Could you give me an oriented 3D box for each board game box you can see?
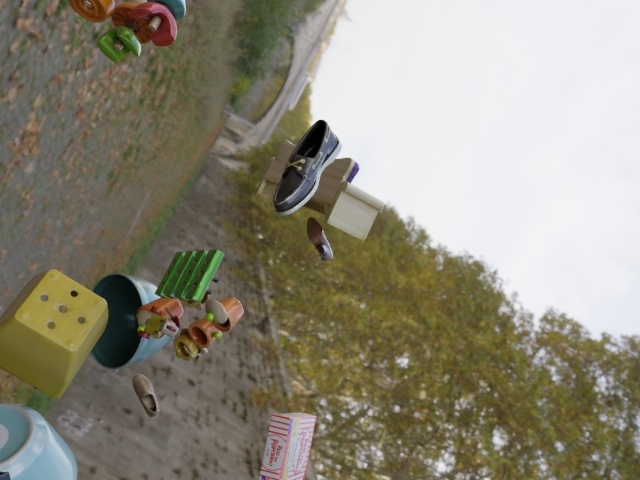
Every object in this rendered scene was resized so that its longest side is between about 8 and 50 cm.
[{"bbox_3d":[-0.068,0.441,1.385,0.193,0.045,0.146,40,60,-70],"label":"board game box"}]

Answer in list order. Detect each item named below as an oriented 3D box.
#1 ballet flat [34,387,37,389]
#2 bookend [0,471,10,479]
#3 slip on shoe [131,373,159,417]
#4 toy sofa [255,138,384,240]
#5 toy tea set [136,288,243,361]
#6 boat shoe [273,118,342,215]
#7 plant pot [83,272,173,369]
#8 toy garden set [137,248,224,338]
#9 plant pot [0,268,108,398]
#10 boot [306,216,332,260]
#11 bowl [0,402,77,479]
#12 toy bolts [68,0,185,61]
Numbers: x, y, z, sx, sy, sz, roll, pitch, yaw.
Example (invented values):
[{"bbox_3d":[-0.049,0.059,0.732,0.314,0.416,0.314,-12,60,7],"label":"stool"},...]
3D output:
[{"bbox_3d":[-0.735,0.333,1.729,0.173,0.049,0.057,-58,-174,30],"label":"ballet flat"},{"bbox_3d":[-0.568,0.435,1.083,0.156,0.157,0.072,-17,101,-57],"label":"bookend"},{"bbox_3d":[-0.500,0.441,1.876,0.135,0.051,0.041,64,-25,18],"label":"slip on shoe"},{"bbox_3d":[0.000,-0.143,1.781,0.363,0.150,0.177,24,-92,49],"label":"toy sofa"},{"bbox_3d":[-0.335,0.200,1.609,0.124,0.200,0.336,-37,180,-45],"label":"toy tea set"},{"bbox_3d":[-0.036,-0.145,1.287,0.081,0.068,0.227,3,-132,36],"label":"boat shoe"},{"bbox_3d":[-0.576,0.252,2.070,0.293,0.196,0.292,-4,-97,35],"label":"plant pot"},{"bbox_3d":[-0.285,0.120,1.355,0.244,0.049,0.203,-3,-122,59],"label":"toy garden set"},{"bbox_3d":[-0.595,0.188,1.456,0.187,0.212,0.212,-40,-160,45],"label":"plant pot"},{"bbox_3d":[0.000,0.000,1.751,0.087,0.042,0.118,32,40,-74],"label":"boot"},{"bbox_3d":[-0.677,0.461,1.361,0.311,0.312,0.163,-82,179,-57],"label":"bowl"},{"bbox_3d":[-0.398,-0.521,1.419,0.229,0.218,0.158,1,-123,31],"label":"toy bolts"}]
